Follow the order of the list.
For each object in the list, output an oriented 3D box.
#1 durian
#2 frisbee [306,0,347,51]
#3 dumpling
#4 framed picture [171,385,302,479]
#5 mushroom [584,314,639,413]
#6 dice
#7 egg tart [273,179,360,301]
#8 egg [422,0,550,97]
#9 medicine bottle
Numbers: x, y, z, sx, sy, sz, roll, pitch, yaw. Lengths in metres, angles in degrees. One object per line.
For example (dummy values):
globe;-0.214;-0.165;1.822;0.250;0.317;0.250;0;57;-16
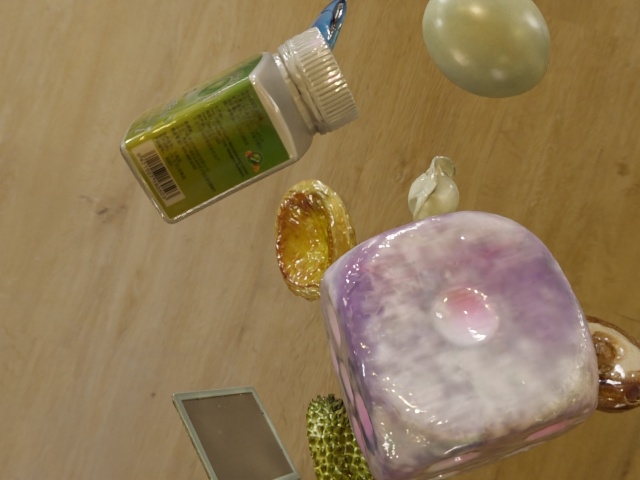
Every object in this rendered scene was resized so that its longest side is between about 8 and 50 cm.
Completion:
durian;0.043;0.533;1.653;0.158;0.169;0.351;-4;52;-13
frisbee;-0.024;-0.354;1.270;0.045;0.242;0.242;23;90;-17
dumpling;0.240;-0.108;1.393;0.169;0.100;0.134;-15;124;-34
framed picture;-0.150;0.368;1.236;0.017;0.274;0.217;-38;66;16
mushroom;0.544;0.247;1.322;0.231;0.194;0.138;40;119;35
dice;0.159;0.142;0.845;0.270;0.271;0.270;-15;63;-8
egg tart;0.000;0.000;1.721;0.128;0.319;0.319;-7;89;-40
egg;0.292;-0.351;1.173;0.253;0.186;0.186;34;90;-21
medicine bottle;-0.068;-0.105;0.593;0.188;0.132;0.088;-27;112;4
